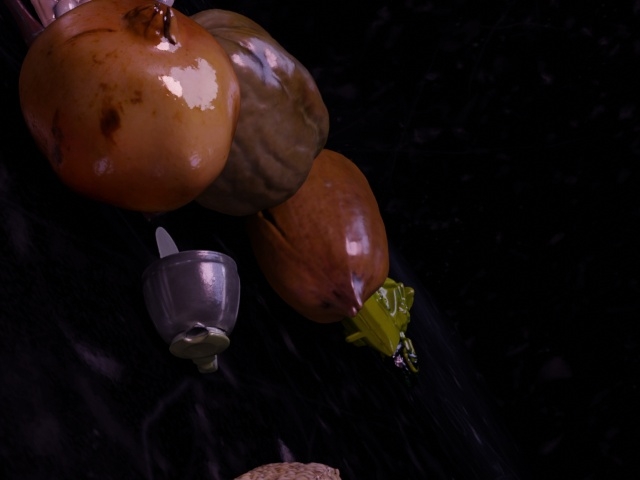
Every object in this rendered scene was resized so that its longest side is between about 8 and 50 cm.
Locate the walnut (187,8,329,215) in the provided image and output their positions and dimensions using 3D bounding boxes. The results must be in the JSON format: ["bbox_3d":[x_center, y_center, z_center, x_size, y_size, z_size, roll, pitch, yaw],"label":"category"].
[{"bbox_3d":[-0.122,-0.165,1.348,0.283,0.283,0.227,48,42,-44],"label":"walnut"}]

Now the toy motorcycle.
[{"bbox_3d":[0.076,0.095,1.787,0.342,0.142,0.206,53,7,-36],"label":"toy motorcycle"}]

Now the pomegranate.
[{"bbox_3d":[-0.171,-0.126,0.982,0.209,0.209,0.209,54,8,-12],"label":"pomegranate"}]

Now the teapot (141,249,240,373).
[{"bbox_3d":[-0.110,0.071,0.986,0.124,0.092,0.091,34,39,-54],"label":"teapot"}]

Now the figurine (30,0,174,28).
[{"bbox_3d":[-0.238,-0.321,1.280,0.141,0.237,0.162,52,3,22],"label":"figurine"}]

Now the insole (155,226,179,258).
[{"bbox_3d":[-0.163,0.027,1.134,0.053,0.002,0.152,53,9,-25],"label":"insole"}]

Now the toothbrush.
[{"bbox_3d":[-0.276,-0.175,1.143,0.364,0.041,0.041,56,8,-5],"label":"toothbrush"}]

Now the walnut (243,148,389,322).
[{"bbox_3d":[0.000,0.000,1.520,0.209,0.209,0.336,50,10,-38],"label":"walnut"}]

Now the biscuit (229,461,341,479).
[{"bbox_3d":[-0.032,0.225,0.877,0.168,0.082,0.070,28,55,-74],"label":"biscuit"}]
